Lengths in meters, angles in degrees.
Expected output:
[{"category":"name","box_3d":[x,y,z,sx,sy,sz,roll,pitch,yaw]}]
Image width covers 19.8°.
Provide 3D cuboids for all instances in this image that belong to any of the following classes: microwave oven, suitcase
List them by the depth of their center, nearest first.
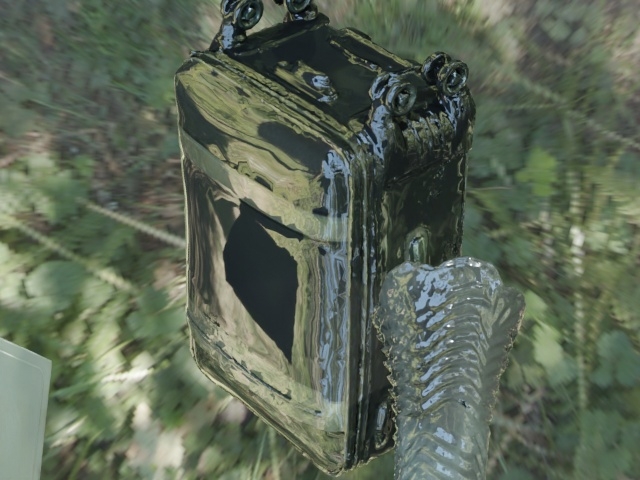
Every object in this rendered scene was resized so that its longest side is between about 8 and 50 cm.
[{"category":"suitcase","box_3d":[0.000,0.000,1.713,0.194,0.283,0.434,-25,131,-32]},{"category":"microwave oven","box_3d":[-0.353,0.197,1.746,0.129,0.163,0.205,-2,72,20]}]

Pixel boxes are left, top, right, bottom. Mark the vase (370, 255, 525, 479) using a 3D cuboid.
[{"category":"vase","box_3d":[0.081,0.132,1.227,0.115,0.237,0.115,4,137,3]}]
